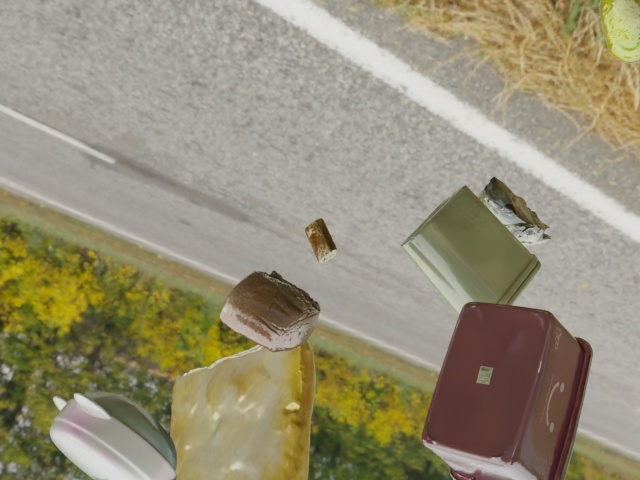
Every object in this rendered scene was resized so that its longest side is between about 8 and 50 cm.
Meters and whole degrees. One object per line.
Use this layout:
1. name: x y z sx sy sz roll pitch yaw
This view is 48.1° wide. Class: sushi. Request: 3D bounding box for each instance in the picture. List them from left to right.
1. sushi: 0.514 -0.054 1.931 0.109 0.134 0.273 -36 143 27

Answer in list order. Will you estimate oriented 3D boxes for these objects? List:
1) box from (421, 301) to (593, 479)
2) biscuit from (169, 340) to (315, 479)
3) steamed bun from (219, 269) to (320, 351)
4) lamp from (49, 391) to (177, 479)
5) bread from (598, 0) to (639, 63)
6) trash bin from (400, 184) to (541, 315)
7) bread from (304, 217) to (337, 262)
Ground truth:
1. box: 0.286 0.241 1.116 0.193 0.294 0.167 3 152 41
2. biscuit: -0.158 0.406 1.379 0.429 0.446 0.104 -31 136 34
3. steamed bun: -0.077 0.118 1.236 0.145 0.106 0.175 29 -165 15
4. lamp: -0.253 0.289 0.962 0.246 0.108 0.179 51 149 -13
5. bread: 0.608 -0.417 1.326 0.112 0.166 0.383 6 -161 39
6. trash bin: 0.323 0.035 1.546 0.247 0.243 0.121 47 146 0
7. bread: 0.000 0.000 1.423 0.047 0.083 0.036 -34 151 16
